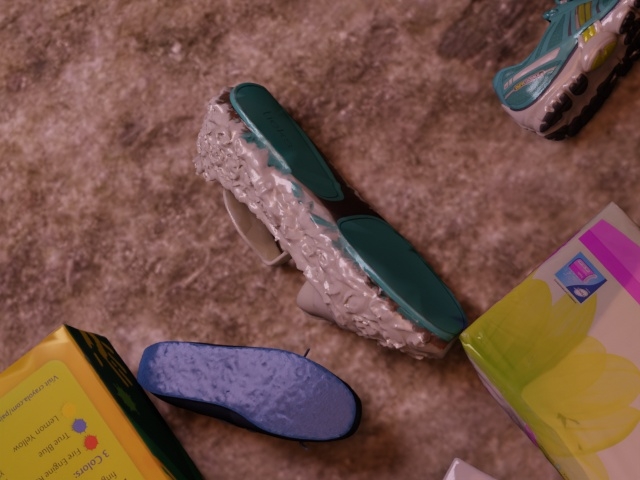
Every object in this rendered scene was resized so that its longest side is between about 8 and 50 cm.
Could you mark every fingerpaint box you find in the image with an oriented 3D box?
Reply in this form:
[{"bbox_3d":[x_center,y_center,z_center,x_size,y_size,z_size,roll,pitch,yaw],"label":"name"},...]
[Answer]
[{"bbox_3d":[-0.317,0.370,1.808,0.445,0.163,0.371,-38,76,4],"label":"fingerpaint box"}]

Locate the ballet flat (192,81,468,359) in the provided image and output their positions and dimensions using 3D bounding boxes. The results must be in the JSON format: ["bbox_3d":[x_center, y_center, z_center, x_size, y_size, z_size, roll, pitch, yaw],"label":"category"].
[{"bbox_3d":[0.000,0.000,1.871,0.147,0.147,0.409,-40,65,3],"label":"ballet flat"}]

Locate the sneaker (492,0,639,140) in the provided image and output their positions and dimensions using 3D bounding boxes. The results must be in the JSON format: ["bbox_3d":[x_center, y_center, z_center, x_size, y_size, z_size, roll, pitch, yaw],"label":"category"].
[{"bbox_3d":[0.296,-0.237,1.850,0.275,0.107,0.110,-47,59,0],"label":"sneaker"}]

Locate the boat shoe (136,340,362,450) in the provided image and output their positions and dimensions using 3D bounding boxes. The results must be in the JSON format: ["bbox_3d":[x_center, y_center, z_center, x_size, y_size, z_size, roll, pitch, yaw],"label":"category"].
[{"bbox_3d":[-0.068,0.155,1.854,0.258,0.089,0.109,18,79,23],"label":"boat shoe"}]

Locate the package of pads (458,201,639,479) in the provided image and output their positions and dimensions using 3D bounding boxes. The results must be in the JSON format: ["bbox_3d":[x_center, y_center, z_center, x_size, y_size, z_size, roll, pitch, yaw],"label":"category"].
[{"bbox_3d":[0.309,0.144,1.738,0.229,0.101,0.296,-41,68,2],"label":"package of pads"}]

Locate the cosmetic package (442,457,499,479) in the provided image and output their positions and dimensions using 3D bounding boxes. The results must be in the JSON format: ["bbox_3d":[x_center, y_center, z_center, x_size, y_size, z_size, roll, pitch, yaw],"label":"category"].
[{"bbox_3d":[0.214,0.325,1.727,0.231,0.085,0.117,28,84,23],"label":"cosmetic package"}]
